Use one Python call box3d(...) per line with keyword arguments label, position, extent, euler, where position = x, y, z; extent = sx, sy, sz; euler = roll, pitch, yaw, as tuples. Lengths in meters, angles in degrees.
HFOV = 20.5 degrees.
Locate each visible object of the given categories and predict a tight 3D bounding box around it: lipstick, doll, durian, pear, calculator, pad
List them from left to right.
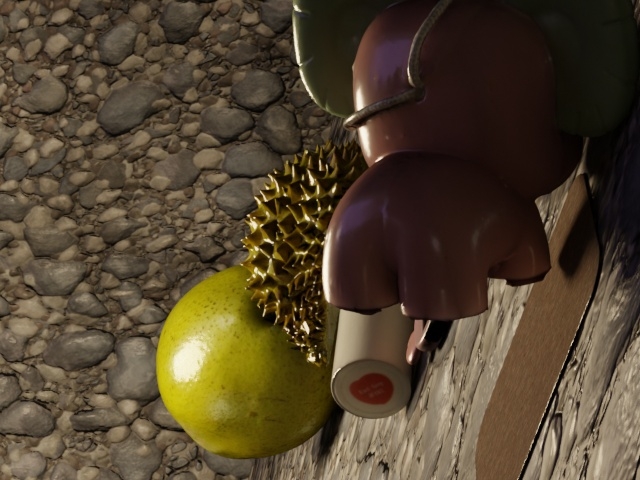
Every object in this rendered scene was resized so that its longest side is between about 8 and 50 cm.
box3d(label="pear", position=(-0.091, 0.163, 2.472), extent=(0.294, 0.294, 0.294), euler=(-165, 90, -85))
box3d(label="durian", position=(0.000, 0.000, 2.211), extent=(0.172, 0.166, 0.306), euler=(2, 69, 43))
box3d(label="lipstick", position=(0.068, 0.060, 1.992), extent=(0.327, 0.087, 0.087), euler=(-80, 7, -53))
box3d(label="calculator", position=(0.121, 0.054, 1.789), extent=(0.103, 0.024, 0.166), euler=(-84, 13, -60))
box3d(label="doll", position=(0.096, -0.098, 1.299), extent=(0.216, 0.284, 0.268), euler=(-27, -64, -55))
box3d(label="pad", position=(0.160, 0.092, 1.336), extent=(0.176, 0.002, 0.266), euler=(-84, 10, -63))
